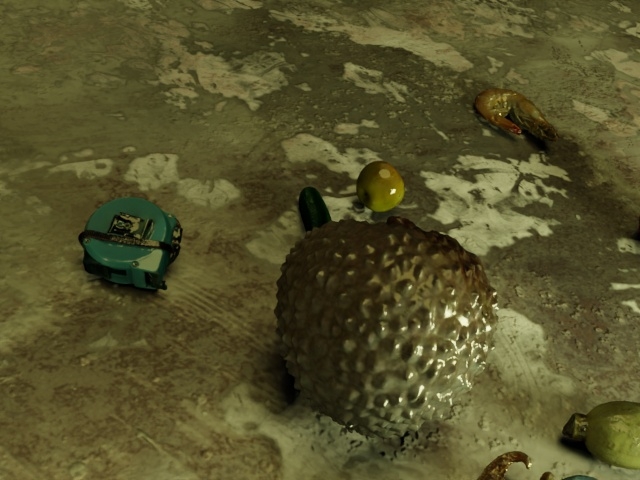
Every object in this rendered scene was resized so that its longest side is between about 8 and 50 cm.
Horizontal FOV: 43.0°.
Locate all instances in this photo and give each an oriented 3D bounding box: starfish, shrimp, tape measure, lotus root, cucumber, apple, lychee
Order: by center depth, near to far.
[{"bbox_3d":[0.212,0.347,0.976,0.150,0.053,0.209,13,42,18],"label":"starfish"},{"bbox_3d":[0.078,0.104,1.043,0.300,0.300,0.300,9,39,-7],"label":"lychee"},{"bbox_3d":[0.423,0.264,1.104,0.183,0.077,0.090,11,39,-8],"label":"lotus root"},{"bbox_3d":[-0.277,0.001,1.188,0.146,0.081,0.125,11,56,-1],"label":"tape measure"},{"bbox_3d":[0.000,0.000,1.303,0.056,0.056,0.284,3,40,-14],"label":"cucumber"},{"bbox_3d":[0.104,-0.096,1.422,0.074,0.089,0.089,-28,54,-25],"label":"apple"},{"bbox_3d":[0.423,-0.269,1.761,0.133,0.053,0.236,-8,41,-28],"label":"shrimp"}]

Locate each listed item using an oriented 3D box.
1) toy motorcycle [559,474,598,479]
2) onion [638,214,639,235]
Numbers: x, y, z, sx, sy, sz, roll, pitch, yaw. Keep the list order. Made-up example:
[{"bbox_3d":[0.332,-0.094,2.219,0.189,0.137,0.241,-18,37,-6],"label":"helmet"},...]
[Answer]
[{"bbox_3d":[0.238,0.413,0.830,0.319,0.241,0.182,-26,14,-32],"label":"toy motorcycle"},{"bbox_3d":[0.702,-0.020,1.486,0.195,0.139,0.218,-23,52,-32],"label":"onion"}]
